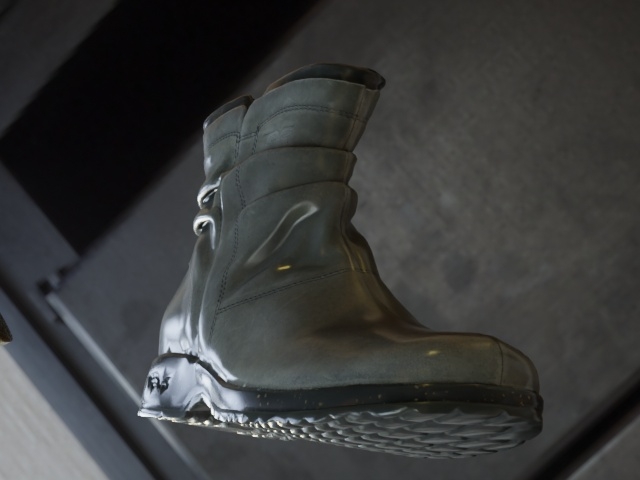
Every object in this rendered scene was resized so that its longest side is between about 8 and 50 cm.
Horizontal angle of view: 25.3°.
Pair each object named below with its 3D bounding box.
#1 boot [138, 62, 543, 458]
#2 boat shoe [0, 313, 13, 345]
[{"bbox_3d":[0.000,0.000,0.576,0.083,0.161,0.246,15,-10,-30],"label":"boot"},{"bbox_3d":[-0.278,0.064,1.121,0.049,0.056,0.152,-36,14,-9],"label":"boat shoe"}]
